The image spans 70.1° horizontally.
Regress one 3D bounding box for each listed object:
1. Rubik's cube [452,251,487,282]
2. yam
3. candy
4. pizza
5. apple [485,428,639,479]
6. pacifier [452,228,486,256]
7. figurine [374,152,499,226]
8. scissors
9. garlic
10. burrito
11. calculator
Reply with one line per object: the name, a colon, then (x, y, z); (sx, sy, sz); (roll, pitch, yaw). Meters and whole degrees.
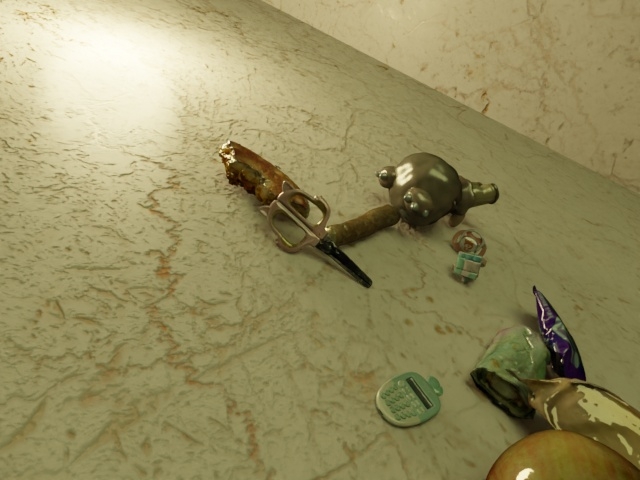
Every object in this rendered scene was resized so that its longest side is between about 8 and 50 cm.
Rubik's cube: (0.393, 0.069, 1.217); (0.075, 0.084, 0.073); (32, 15, 18)
yam: (0.108, -0.037, 1.201); (0.066, 0.066, 0.299); (41, 39, 24)
candy: (0.554, 0.236, 1.066); (0.145, 0.070, 0.275); (56, 26, -26)
pizza: (-0.154, -0.151, 1.182); (0.305, 0.086, 0.161); (40, 27, 10)
apple: (0.346, 0.400, 0.627); (0.256, 0.257, 0.234); (30, 3, 10)
pacifier: (0.435, 0.010, 1.323); (0.099, 0.082, 0.078); (39, 10, 20)
figurine: (0.363, -0.149, 1.367); (0.380, 0.203, 0.248); (1, 37, -29)
scissors: (0.000, 0.000, 1.071); (0.317, 0.160, 0.024); (43, -6, 3)
garlic: (0.501, 0.353, 0.809); (0.196, 0.151, 0.339); (-3, 53, -34)
burrito: (0.419, 0.260, 0.970); (0.143, 0.089, 0.228); (39, 41, 15)
calculator: (0.168, 0.291, 0.844); (0.152, 0.021, 0.095); (-9, 46, -36)
